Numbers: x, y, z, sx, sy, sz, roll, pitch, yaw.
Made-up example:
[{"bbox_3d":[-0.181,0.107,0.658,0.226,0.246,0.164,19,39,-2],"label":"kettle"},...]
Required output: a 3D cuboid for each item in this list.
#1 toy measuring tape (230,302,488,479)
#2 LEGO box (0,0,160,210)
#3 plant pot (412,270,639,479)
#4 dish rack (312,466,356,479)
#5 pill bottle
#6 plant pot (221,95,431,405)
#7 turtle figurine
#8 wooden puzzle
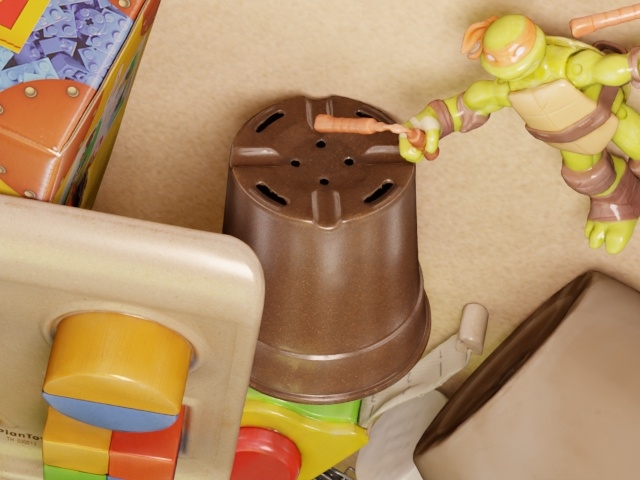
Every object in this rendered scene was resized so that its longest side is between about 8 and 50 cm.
[{"bbox_3d":[-0.007,0.118,1.553,0.121,0.121,0.330,35,135,-17],"label":"toy measuring tape"},{"bbox_3d":[-0.355,-0.075,1.407,0.372,0.193,0.500,25,146,-2],"label":"LEGO box"},{"bbox_3d":[0.229,0.181,1.356,0.280,0.323,0.323,45,144,-1],"label":"plant pot"},{"bbox_3d":[-0.011,0.258,1.777,0.208,0.074,0.271,37,142,-22],"label":"dish rack"},{"bbox_3d":[0.139,0.223,1.590,0.221,0.121,0.121,41,143,-24],"label":"pill bottle"},{"bbox_3d":[0.000,0.000,1.342,0.167,0.167,0.165,15,138,12],"label":"plant pot"},{"bbox_3d":[0.149,-0.076,1.204,0.269,0.087,0.217,-18,137,33],"label":"turtle figurine"},{"bbox_3d":[-0.212,0.094,1.318,0.322,0.080,0.348,11,147,-1],"label":"wooden puzzle"}]
